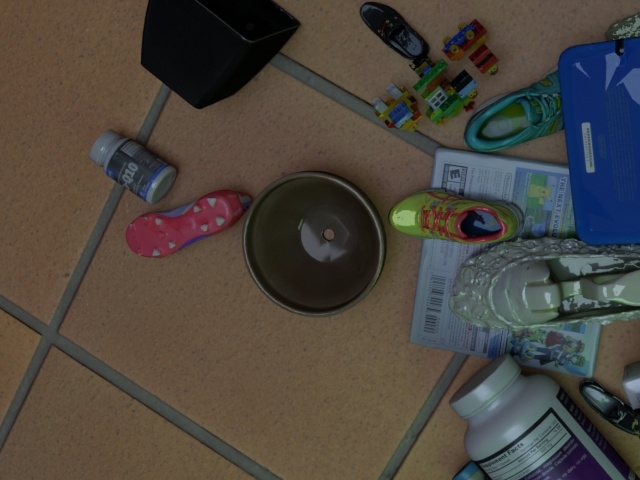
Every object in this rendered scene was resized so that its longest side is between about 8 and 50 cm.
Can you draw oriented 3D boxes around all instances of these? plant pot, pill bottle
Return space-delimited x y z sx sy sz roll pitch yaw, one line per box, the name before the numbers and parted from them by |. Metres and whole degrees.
plant pot | -0.179 -0.322 1.650 0.188 0.187 0.167 39 120 6
plant pot | 0.000 0.000 1.685 0.237 0.110 0.237 3 100 17
pill bottle | -0.324 -0.129 1.775 0.137 0.078 0.078 33 108 9
pill bottle | 0.350 0.338 1.602 0.181 0.181 0.323 -41 86 19

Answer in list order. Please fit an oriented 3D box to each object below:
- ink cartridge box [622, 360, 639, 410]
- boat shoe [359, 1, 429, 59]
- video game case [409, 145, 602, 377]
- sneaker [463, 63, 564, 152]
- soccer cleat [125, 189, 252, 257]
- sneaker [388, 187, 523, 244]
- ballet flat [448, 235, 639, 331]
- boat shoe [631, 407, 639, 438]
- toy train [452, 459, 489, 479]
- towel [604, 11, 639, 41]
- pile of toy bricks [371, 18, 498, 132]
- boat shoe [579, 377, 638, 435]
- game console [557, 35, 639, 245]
ink cartridge box | 0.591 0.235 1.559 0.218 0.092 0.158 -23 92 21
boat shoe | 0.114 -0.333 1.626 0.133 0.042 0.049 40 110 8
video game case | 0.308 0.033 1.637 0.300 0.036 0.329 10 102 15
sneaker | 0.342 -0.200 1.544 0.275 0.110 0.107 -27 92 19
soccer cleat | -0.229 -0.029 1.771 0.248 0.095 0.083 -19 90 34
sneaker | 0.203 -0.034 1.588 0.208 0.094 0.081 2 101 18
ballet flat | 0.386 0.062 1.528 0.409 0.147 0.147 -7 98 14
boat shoe | 0.492 0.251 1.506 0.069 0.081 0.227 8 95 20
toy train | 0.226 0.490 1.717 0.143 0.105 0.248 47 109 15
towel | 0.508 -0.297 1.520 0.148 0.027 0.110 -25 93 19
pile of toy bricks | 0.197 -0.229 1.596 0.212 0.105 0.118 -41 44 13
boat shoe | 0.462 0.267 1.631 0.125 0.038 0.046 43 109 5
game console | 0.501 -0.155 1.495 0.250 0.173 0.293 -3 101 29
